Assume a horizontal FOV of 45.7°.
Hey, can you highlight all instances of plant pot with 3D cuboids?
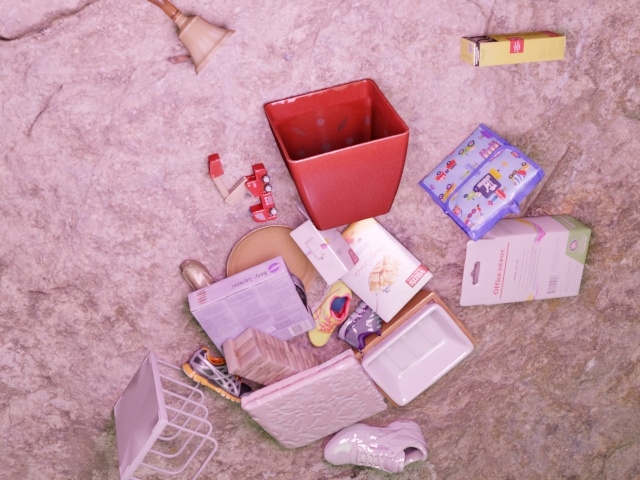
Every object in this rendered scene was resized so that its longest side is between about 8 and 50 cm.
[{"bbox_3d":[-0.121,0.064,1.918,0.236,0.032,0.237,-6,116,-12],"label":"plant pot"},{"bbox_3d":[0.041,-0.181,1.735,0.267,0.267,0.236,-15,130,-8],"label":"plant pot"}]

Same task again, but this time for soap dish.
[{"bbox_3d":[0.249,0.289,2.072,0.290,0.118,0.229,-40,118,6],"label":"soap dish"}]

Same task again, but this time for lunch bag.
[{"bbox_3d":[0.401,-0.122,1.822,0.221,0.293,0.138,-43,118,7],"label":"lunch bag"}]

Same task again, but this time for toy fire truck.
[{"bbox_3d":[-0.184,-0.122,1.805,0.135,0.047,0.192,-15,118,-7],"label":"toy fire truck"}]

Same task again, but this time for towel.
[{"bbox_3d":[-0.010,0.425,1.987,0.316,0.053,0.332,-25,141,4],"label":"towel"}]

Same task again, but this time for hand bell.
[{"bbox_3d":[-0.307,-0.478,1.589,0.242,0.126,0.126,42,99,-16],"label":"hand bell"}]

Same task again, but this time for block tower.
[{"bbox_3d":[-0.093,0.323,1.949,0.097,0.091,0.335,-41,136,22],"label":"block tower"}]

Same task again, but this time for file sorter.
[{"bbox_3d":[-0.388,0.456,1.895,0.173,0.278,0.193,28,105,-29],"label":"file sorter"}]

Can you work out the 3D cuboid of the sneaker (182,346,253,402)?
[{"bbox_3d":[-0.255,0.355,1.992,0.214,0.084,0.083,35,86,-31],"label":"sneaker"}]

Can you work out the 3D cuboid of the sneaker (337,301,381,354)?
[{"bbox_3d":[0.145,0.191,1.995,0.098,0.083,0.224,39,97,10],"label":"sneaker"}]

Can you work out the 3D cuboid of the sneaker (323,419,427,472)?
[{"bbox_3d":[0.162,0.598,2.175,0.304,0.152,0.114,-8,118,-10],"label":"sneaker"}]

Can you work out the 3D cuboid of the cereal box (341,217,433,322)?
[{"bbox_3d":[0.142,0.065,1.924,0.240,0.047,0.173,43,98,1],"label":"cereal box"}]

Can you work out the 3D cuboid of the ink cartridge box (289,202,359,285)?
[{"bbox_3d":[0.000,0.000,1.846,0.067,0.115,0.198,-36,91,22],"label":"ink cartridge box"}]

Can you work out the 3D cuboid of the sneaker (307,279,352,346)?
[{"bbox_3d":[0.025,0.197,1.983,0.081,0.094,0.209,13,112,-22],"label":"sneaker"}]

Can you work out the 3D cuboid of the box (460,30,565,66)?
[{"bbox_3d":[0.455,-0.456,1.800,0.232,0.087,0.058,-6,116,-11],"label":"box"}]

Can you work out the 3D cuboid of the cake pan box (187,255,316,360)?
[{"bbox_3d":[-0.161,0.176,1.891,0.266,0.070,0.246,-24,137,3],"label":"cake pan box"}]

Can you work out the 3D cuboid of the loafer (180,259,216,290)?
[{"bbox_3d":[-0.289,0.106,1.881,0.056,0.050,0.148,-40,119,3],"label":"loafer"}]

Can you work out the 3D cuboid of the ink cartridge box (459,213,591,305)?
[{"bbox_3d":[0.523,0.051,2.034,0.353,0.119,0.207,-4,116,-14],"label":"ink cartridge box"}]
